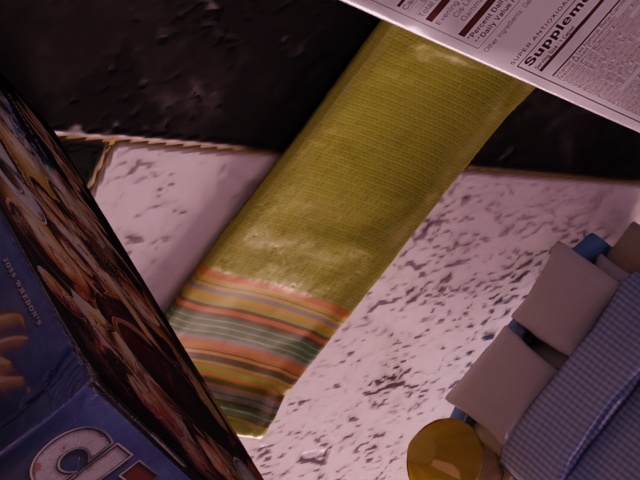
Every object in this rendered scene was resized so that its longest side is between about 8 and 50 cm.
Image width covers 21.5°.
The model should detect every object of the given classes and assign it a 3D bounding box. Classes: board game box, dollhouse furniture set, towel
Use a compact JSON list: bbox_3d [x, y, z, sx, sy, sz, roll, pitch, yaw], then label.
[{"bbox_3d":[-0.095,0.007,0.531,0.042,0.243,0.165,-36,143,1],"label":"board game box"},{"bbox_3d":[0.194,0.057,0.771,0.303,0.286,0.198,-53,141,4],"label":"dollhouse furniture set"},{"bbox_3d":[0.000,0.000,0.781,0.102,0.021,0.237,14,121,-46],"label":"towel"}]

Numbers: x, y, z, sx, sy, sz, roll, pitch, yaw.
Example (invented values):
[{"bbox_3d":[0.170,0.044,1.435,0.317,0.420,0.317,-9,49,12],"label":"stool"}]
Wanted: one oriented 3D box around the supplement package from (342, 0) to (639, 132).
[{"bbox_3d":[0.060,-0.157,0.513,0.203,0.194,0.149,16,119,-46],"label":"supplement package"}]
